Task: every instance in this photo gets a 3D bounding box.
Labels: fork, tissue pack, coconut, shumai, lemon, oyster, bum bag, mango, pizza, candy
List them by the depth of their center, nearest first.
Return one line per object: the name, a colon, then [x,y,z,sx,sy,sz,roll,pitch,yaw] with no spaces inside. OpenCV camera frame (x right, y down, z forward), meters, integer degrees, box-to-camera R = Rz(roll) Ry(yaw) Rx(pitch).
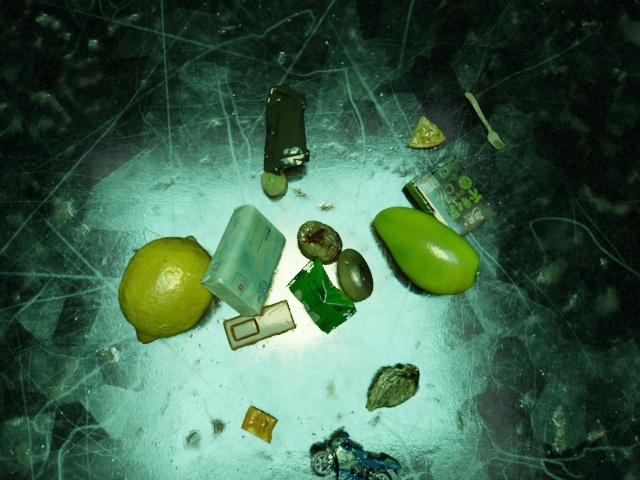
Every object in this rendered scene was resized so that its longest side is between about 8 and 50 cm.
lemon: [-0.418,0.131,1.441,0.245,0.245,0.319,27,85,1]
tissue pack: [-0.201,0.052,1.458,0.177,0.089,0.263,46,49,-35]
oyster: [0.210,0.423,1.521,0.177,0.064,0.124,-14,97,-15]
candy: [0.002,0.162,1.524,0.141,0.078,0.203,-42,82,11]
mango: [0.298,0.025,1.533,0.343,0.156,0.192,40,110,17]
shumai: [0.005,0.007,1.562,0.139,0.105,0.123,44,77,-22]
coconut: [-0.139,-0.175,1.584,0.082,0.081,0.083,32,92,14]
bum bag: [-0.100,-0.337,1.601,0.142,0.079,0.326,-1,69,6]
tissue pack: [0.395,-0.125,1.605,0.173,0.073,0.235,-34,85,-7]
pizza: [0.327,-0.344,1.660,0.123,0.026,0.108,-11,80,-4]
fork: [0.517,-0.380,1.680,0.034,0.028,0.219,-30,80,1]

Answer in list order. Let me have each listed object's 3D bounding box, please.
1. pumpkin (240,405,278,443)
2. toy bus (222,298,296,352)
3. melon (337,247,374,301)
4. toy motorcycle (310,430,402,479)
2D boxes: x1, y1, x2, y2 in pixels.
pumpkin: [-0.172,0.524,1.496,0.101,0.035,0.073,25,83,-1]
toy bus: [-0.175,0.242,1.498,0.201,0.114,0.098,-19,82,-6]
melon: [0.099,0.100,1.543,0.099,0.099,0.162,-19,80,-6]
toy motorcycle: [0.102,0.619,1.470,0.254,0.092,0.135,24,71,-8]
